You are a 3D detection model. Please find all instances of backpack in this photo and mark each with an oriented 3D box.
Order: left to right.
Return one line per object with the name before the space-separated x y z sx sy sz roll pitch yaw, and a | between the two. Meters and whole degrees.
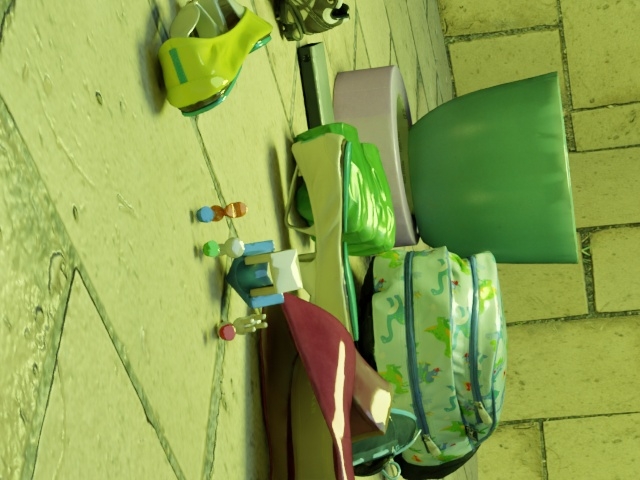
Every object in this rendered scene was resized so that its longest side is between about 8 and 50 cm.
backpack | 0.164 0.151 2.137 0.355 0.273 0.290 53 37 -47

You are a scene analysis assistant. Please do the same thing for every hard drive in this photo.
hard drive | -0.003 -0.191 1.950 0.094 0.022 0.135 -54 137 -75

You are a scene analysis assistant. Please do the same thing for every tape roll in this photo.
tape roll | 0.089 -0.124 2.232 0.275 0.090 0.274 -6 90 -79

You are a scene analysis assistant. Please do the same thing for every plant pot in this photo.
plant pot | 0.260 -0.098 2.250 0.293 0.235 0.293 -6 90 -79

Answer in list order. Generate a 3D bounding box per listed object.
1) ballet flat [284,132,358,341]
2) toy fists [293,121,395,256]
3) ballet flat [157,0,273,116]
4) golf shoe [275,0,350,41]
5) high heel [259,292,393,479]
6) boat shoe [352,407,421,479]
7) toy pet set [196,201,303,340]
ballet flat | 0.000 0.000 1.700 0.086 0.086 0.248 -41 129 -78
toy fists | 0.031 -0.053 1.868 0.279 0.096 0.142 28 46 -76
ballet flat | -0.095 -0.181 1.312 0.077 0.077 0.231 63 18 -17
golf shoe | -0.019 -0.314 1.744 0.198 0.094 0.077 60 26 -62
high heel | -0.033 0.229 1.423 0.181 0.127 0.377 44 36 -28
boat shoe | 0.042 0.244 1.785 0.258 0.109 0.089 16 74 -61
toy pet set | -0.079 0.027 1.362 0.114 0.065 0.122 -10 92 -45
